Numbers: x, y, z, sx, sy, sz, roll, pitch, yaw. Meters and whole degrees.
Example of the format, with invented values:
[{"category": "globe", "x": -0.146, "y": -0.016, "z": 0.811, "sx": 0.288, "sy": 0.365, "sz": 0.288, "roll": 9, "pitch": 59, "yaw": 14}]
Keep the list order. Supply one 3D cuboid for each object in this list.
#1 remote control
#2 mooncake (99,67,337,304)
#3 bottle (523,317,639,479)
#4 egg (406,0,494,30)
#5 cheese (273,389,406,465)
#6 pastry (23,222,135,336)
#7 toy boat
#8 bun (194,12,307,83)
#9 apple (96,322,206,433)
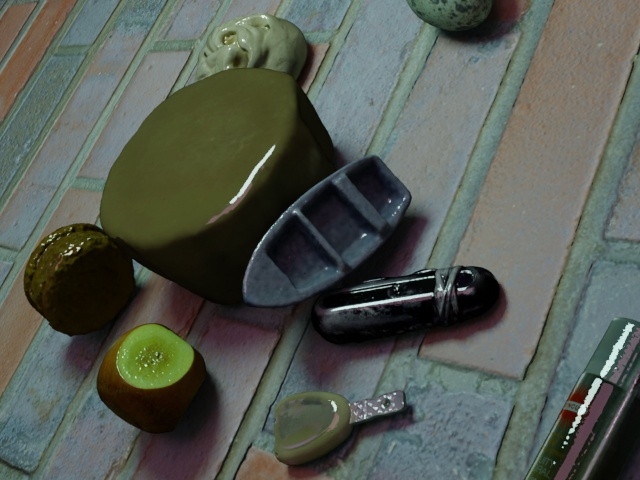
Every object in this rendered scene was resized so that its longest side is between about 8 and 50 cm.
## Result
[{"category": "remote control", "x": 0.103, "y": 0.080, "z": 1.128, "sx": 0.265, "sy": 0.066, "sz": 0.090, "roll": -15, "pitch": 55, "yaw": 29}, {"category": "mooncake", "x": -0.147, "y": -0.088, "z": 1.349, "sx": 0.378, "sy": 0.201, "sz": 0.379, "roll": -19, "pitch": 47, "yaw": 22}, {"category": "bottle", "x": 0.279, "y": 0.219, "z": 0.890, "sx": 0.082, "sy": 0.082, "sz": 0.286, "roll": 22, "pitch": 74, "yaw": 43}, {"category": "egg", "x": 0.205, "y": -0.400, "z": 1.342, "sx": 0.132, "sy": 0.132, "sz": 0.172, "roll": -42, "pitch": 56, "yaw": 5}, {"category": "cheese", "x": 0.024, "y": 0.230, "z": 1.103, "sx": 0.192, "sy": 0.037, "sz": 0.097, "roll": -21, "pitch": 52, "yaw": 23}, {"category": "pastry", "x": -0.405, "y": 0.064, "z": 1.434, "sx": 0.103, "sy": 0.189, "sz": 0.189, "roll": 29, "pitch": 80, "yaw": 36}, {"category": "toy boat", "x": 0.000, "y": 0.000, "z": 1.177, "sx": 0.283, "sy": 0.127, "sz": 0.078, "roll": -41, "pitch": 2, "yaw": -18}, {"category": "bun", "x": -0.140, "y": -0.329, "z": 1.550, "sx": 0.231, "sy": 0.133, "sz": 0.231, "roll": -17, "pitch": 53, "yaw": 24}, {"category": "apple", "x": -0.245, "y": 0.194, "z": 1.239, "sx": 0.146, "sy": 0.163, "sz": 0.147, "roll": 34, "pitch": 66, "yaw": 3}]
